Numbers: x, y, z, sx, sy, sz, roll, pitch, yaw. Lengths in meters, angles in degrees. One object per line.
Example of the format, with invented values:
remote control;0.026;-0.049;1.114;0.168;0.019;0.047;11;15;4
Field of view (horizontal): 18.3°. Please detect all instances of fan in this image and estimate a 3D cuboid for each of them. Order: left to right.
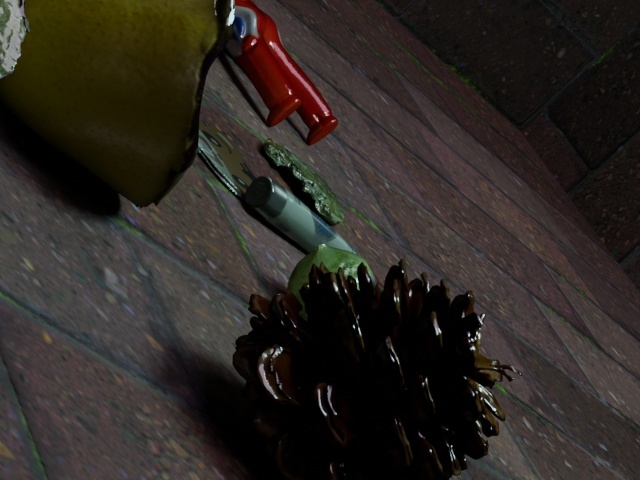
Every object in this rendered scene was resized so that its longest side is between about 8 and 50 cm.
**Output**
fan;-0.119;-0.095;2.077;0.152;0.008;0.226;55;13;29

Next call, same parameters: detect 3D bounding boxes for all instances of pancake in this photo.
pancake;-0.016;-0.070;2.323;0.129;0.022;0.116;50;10;15

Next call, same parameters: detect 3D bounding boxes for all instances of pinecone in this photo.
pinecone;0.044;0.110;1.539;0.221;0.221;0.221;45;12;-13

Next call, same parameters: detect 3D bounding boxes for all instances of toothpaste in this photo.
toothpaste;0.000;0.000;2.127;0.239;0.039;0.062;39;7;-47

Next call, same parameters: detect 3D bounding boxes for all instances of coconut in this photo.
coconut;0.010;0.046;1.905;0.088;0.087;0.096;-100;175;-68

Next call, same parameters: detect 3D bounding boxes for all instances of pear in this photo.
pear;-0.193;-0.153;1.655;0.178;0.267;0.267;7;28;-18

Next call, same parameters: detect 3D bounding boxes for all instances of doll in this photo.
doll;-0.115;-0.293;2.544;0.384;0.099;0.188;60;15;21

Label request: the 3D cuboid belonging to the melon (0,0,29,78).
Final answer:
melon;-0.301;-0.162;1.530;0.139;0.093;0.202;15;54;-18
